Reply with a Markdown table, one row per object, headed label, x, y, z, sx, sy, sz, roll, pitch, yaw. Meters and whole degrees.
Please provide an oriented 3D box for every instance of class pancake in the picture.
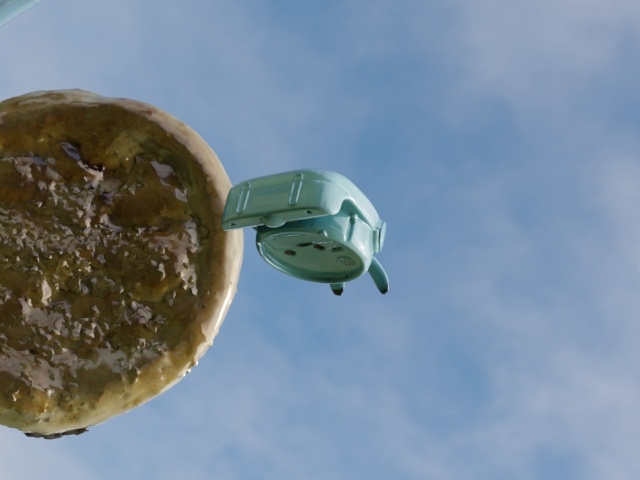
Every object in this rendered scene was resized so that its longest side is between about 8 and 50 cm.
| label | x | y | z | sx | sy | sz | roll | pitch | yaw |
| --- | --- | --- | --- | --- | --- | --- | --- | --- | --- |
| pancake | -0.274 | 0.017 | 1.046 | 0.382 | 0.382 | 0.071 | 51 | -16 | 2 |

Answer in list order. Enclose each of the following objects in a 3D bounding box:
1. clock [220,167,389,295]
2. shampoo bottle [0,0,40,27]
| label | x | y | z | sx | sy | sz | roll | pitch | yaw |
| --- | --- | --- | --- | --- | --- | --- | --- | --- | --- |
| clock | 0.000 | -0.001 | 0.791 | 0.108 | 0.045 | 0.147 | -7 | -33 | 34 |
| shampoo bottle | -0.378 | -0.268 | 1.071 | 0.103 | 0.258 | 0.061 | 56 | 1 | -3 |
